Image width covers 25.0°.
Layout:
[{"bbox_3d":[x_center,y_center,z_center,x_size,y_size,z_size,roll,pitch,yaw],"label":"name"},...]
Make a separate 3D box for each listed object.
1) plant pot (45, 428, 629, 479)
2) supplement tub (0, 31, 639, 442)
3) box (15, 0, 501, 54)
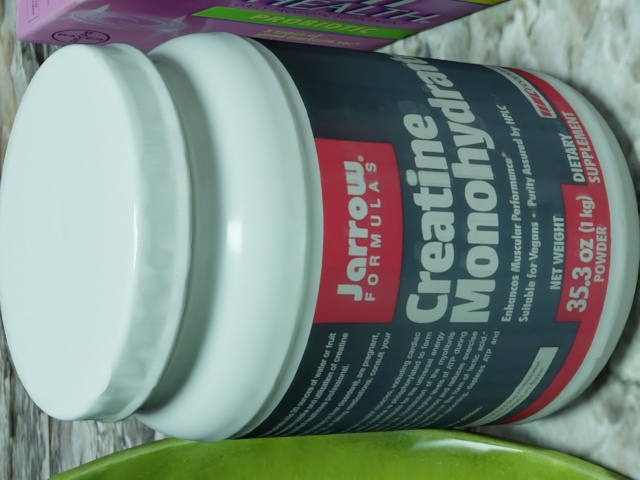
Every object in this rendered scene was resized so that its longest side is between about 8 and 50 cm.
[{"bbox_3d":[0.007,0.319,0.652,0.366,0.367,0.352,28,123,56],"label":"plant pot"},{"bbox_3d":[0.000,0.000,0.707,0.191,0.272,0.191,-4,85,58],"label":"supplement tub"},{"bbox_3d":[-0.033,-0.184,0.829,0.243,0.214,0.117,-12,78,57],"label":"box"}]
